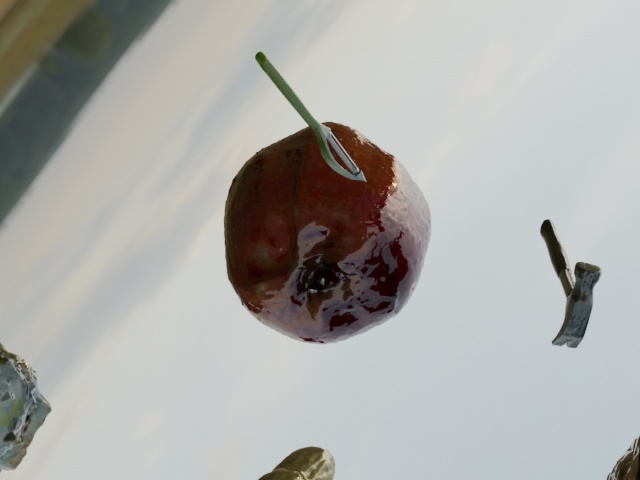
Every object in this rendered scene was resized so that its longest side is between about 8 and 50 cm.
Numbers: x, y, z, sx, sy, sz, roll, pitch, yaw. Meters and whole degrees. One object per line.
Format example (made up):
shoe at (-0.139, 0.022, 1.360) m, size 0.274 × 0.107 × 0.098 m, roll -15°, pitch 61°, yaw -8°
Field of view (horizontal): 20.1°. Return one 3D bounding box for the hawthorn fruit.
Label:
hawthorn fruit at (0.000, 0.000, 2.090) m, size 0.254 × 0.254 × 0.300 m, roll -49°, pitch -177°, yaw 17°

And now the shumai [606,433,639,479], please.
shumai at (0.436, 0.328, 1.829) m, size 0.346 × 0.283 × 0.217 m, roll -106°, pitch -160°, yaw -59°

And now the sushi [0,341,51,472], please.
sushi at (-0.363, 0.112, 1.561) m, size 0.139 × 0.274 × 0.184 m, roll -63°, pitch -157°, yaw -3°

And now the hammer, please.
hammer at (0.263, 0.036, 1.965) m, size 0.246 × 0.029 × 0.103 m, roll -95°, pitch -165°, yaw -70°

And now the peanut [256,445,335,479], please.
peanut at (-0.039, 0.318, 2.297) m, size 0.082 × 0.082 × 0.187 m, roll -46°, pitch 172°, yaw 30°

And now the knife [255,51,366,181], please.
knife at (-0.012, -0.126, 1.900) m, size 0.026 × 0.184 × 0.022 m, roll -43°, pitch -162°, yaw -14°
